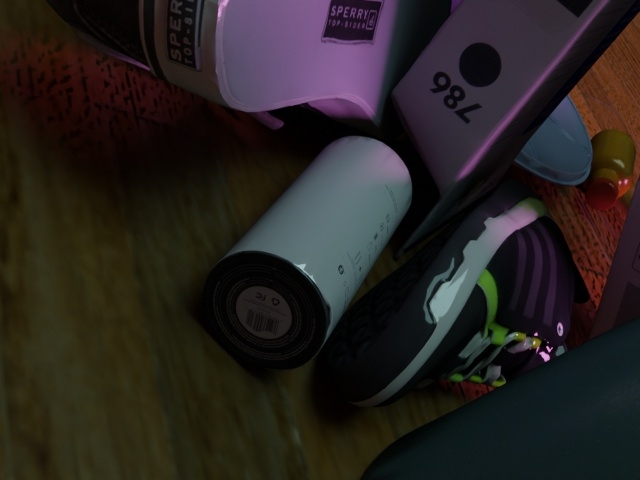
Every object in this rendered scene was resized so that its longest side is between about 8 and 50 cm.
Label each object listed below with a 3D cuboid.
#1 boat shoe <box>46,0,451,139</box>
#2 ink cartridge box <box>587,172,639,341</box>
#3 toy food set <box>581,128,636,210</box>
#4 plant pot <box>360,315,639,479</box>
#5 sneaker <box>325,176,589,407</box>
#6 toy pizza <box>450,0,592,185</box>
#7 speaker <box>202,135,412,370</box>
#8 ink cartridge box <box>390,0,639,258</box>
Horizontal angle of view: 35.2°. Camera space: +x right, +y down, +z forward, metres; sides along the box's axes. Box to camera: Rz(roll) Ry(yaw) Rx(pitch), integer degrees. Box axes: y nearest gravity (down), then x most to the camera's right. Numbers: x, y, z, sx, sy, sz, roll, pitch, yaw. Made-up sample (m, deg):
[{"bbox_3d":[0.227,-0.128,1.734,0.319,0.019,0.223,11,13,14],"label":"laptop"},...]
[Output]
[{"bbox_3d":[-0.019,-0.110,0.499,0.105,0.113,0.306,20,18,20],"label":"boat shoe"},{"bbox_3d":[0.275,-0.060,0.570,0.261,0.296,0.066,-21,42,-37],"label":"ink cartridge box"},{"bbox_3d":[0.316,-0.007,0.788,0.232,0.111,0.104,43,33,-4],"label":"toy food set"},{"bbox_3d":[0.187,0.139,0.355,0.293,0.235,0.293,31,35,-25],"label":"plant pot"},{"bbox_3d":[0.089,0.035,0.493,0.097,0.084,0.234,51,32,3],"label":"sneaker"},{"bbox_3d":[0.125,-0.116,0.752,0.201,0.032,0.201,30,37,-25],"label":"toy pizza"},{"bbox_3d":[0.000,0.000,0.452,0.055,0.055,0.136,45,32,-5],"label":"speaker"},{"bbox_3d":[0.142,-0.142,0.529,0.065,0.333,0.165,42,29,10],"label":"ink cartridge box"}]
